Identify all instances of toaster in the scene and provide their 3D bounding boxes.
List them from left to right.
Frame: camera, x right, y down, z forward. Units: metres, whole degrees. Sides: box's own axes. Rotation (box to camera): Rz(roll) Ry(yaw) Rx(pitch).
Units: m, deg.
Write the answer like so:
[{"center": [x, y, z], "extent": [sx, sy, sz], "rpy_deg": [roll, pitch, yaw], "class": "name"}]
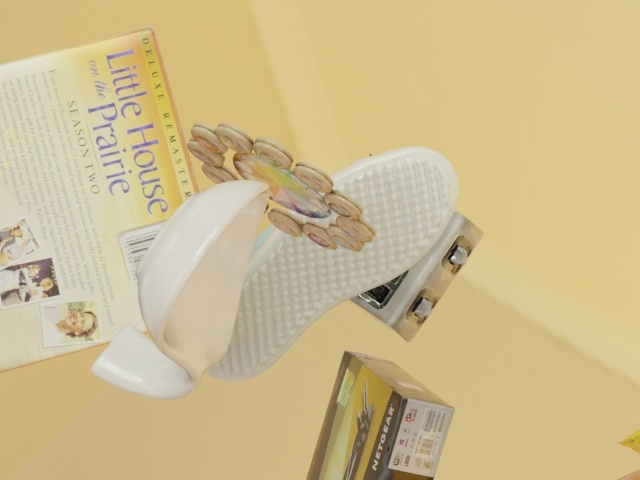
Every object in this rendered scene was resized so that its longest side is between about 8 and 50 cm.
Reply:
[{"center": [0.081, 0.005, 2.336], "extent": [0.186, 0.168, 0.110], "rpy_deg": [35, -2, 12], "class": "toaster"}]

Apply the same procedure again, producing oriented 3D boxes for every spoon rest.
[{"center": [-0.097, 0.047, 1.433], "extent": [0.084, 0.137, 0.276], "rpy_deg": [37, -32, 2], "class": "spoon rest"}]

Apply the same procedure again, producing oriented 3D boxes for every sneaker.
[{"center": [0.000, 0.000, 2.122], "extent": [0.135, 0.366, 0.150], "rpy_deg": [48, 22, -17], "class": "sneaker"}]

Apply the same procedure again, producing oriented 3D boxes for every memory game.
[{"center": [-0.036, -0.044, 1.671], "extent": [0.186, 0.012, 0.186], "rpy_deg": [28, -17, 9], "class": "memory game"}]

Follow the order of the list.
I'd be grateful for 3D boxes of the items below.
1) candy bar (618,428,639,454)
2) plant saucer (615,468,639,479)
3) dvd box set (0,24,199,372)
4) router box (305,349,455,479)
[{"center": [0.410, 0.207, 2.241], "extent": [0.040, 0.018, 0.161], "rpy_deg": [32, -48, -13], "class": "candy bar"}, {"center": [0.287, 0.307, 1.984], "extent": [0.037, 0.200, 0.200], "rpy_deg": [52, -20, -4], "class": "plant saucer"}, {"center": [-0.332, -0.020, 1.958], "extent": [0.062, 0.420, 0.307], "rpy_deg": [159, -85, -80], "class": "dvd box set"}, {"center": [0.060, 0.325, 2.568], "extent": [0.081, 0.308, 0.243], "rpy_deg": [14, 6, -20], "class": "router box"}]
